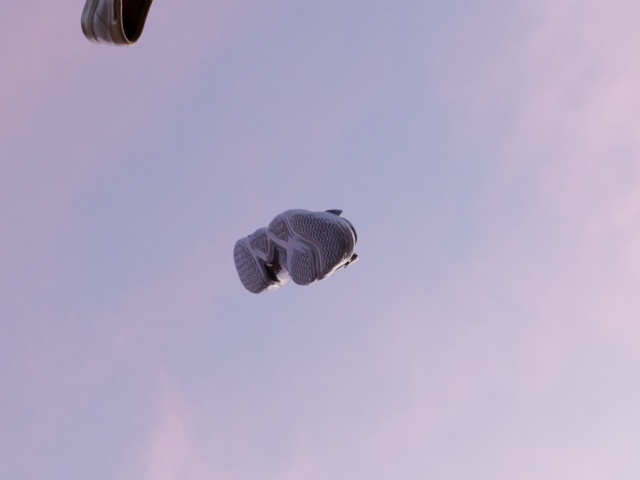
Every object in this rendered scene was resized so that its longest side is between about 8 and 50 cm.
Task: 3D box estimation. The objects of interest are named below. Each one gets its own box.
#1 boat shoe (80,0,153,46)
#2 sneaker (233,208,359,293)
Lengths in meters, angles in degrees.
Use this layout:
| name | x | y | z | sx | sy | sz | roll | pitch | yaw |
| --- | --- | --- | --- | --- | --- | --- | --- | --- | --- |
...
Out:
| name | x | y | z | sx | sy | sz | roll | pitch | yaw |
| --- | --- | --- | --- | --- | --- | --- | --- | --- | --- |
| boat shoe | -0.166 | -0.258 | 1.090 | 0.063 | 0.059 | 0.170 | 8 | -79 | -57 |
| sneaker | 0.000 | 0.000 | 1.584 | 0.153 | 0.269 | 0.101 | -19 | -90 | -32 |
